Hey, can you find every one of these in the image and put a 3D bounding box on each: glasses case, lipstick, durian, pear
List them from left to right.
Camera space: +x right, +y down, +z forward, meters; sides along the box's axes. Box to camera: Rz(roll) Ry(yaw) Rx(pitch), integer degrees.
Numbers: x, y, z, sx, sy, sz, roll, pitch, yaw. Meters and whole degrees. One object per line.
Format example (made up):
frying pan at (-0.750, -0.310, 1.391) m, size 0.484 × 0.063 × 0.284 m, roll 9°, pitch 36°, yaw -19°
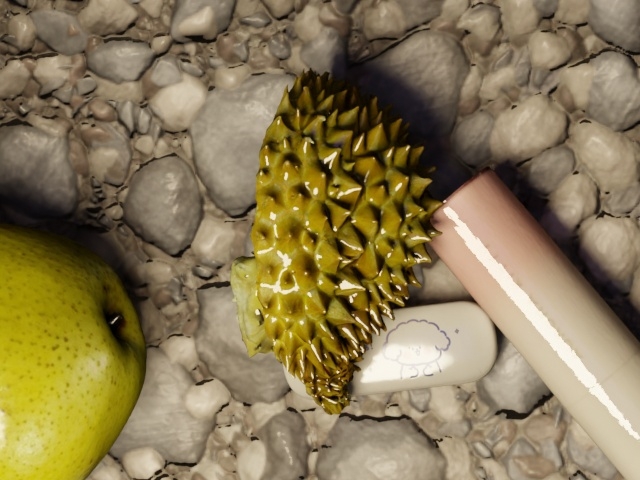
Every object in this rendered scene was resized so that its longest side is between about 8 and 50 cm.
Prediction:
pear at (-0.295, 0.117, 1.558) m, size 0.294 × 0.294 × 0.294 m, roll 1°, pitch 93°, yaw 12°
durian at (0.000, 0.000, 1.515) m, size 0.172 × 0.166 × 0.306 m, roll -2°, pitch 90°, yaw -29°
glasses case at (0.061, 0.099, 1.589) m, size 0.197 × 0.049 × 0.076 m, roll -7°, pitch 87°, yaw 14°
lipstick at (0.219, 0.087, 1.538) m, size 0.087 × 0.087 × 0.327 m, roll -41°, pitch 84°, yaw 11°
